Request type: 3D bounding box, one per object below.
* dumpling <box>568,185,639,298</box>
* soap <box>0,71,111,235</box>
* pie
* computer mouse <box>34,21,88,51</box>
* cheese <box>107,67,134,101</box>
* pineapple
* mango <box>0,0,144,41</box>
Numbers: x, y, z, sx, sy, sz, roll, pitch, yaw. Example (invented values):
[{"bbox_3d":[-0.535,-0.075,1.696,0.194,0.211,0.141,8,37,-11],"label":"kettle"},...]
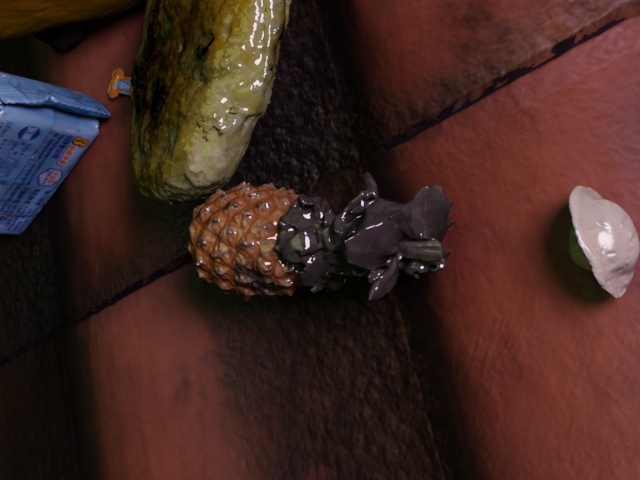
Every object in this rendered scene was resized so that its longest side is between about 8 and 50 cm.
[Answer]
[{"bbox_3d":[0.186,-0.001,0.499,0.043,0.060,0.077,2,82,50],"label":"dumpling"},{"bbox_3d":[-0.408,-0.099,0.944,0.293,0.156,0.077,-42,62,27],"label":"soap"},{"bbox_3d":[-0.127,-0.189,0.725,0.323,0.071,0.323,-15,72,54],"label":"pie"},{"bbox_3d":[-0.374,-0.328,1.008,0.105,0.062,0.192,-54,57,23],"label":"computer mouse"},{"bbox_3d":[-0.221,-0.183,0.890,0.111,0.017,0.047,20,94,40],"label":"cheese"},{"bbox_3d":[0.000,0.000,0.619,0.237,0.111,0.119,-4,56,38],"label":"pineapple"},{"bbox_3d":[-0.308,-0.332,0.843,0.332,0.195,0.142,-12,60,17],"label":"mango"}]
